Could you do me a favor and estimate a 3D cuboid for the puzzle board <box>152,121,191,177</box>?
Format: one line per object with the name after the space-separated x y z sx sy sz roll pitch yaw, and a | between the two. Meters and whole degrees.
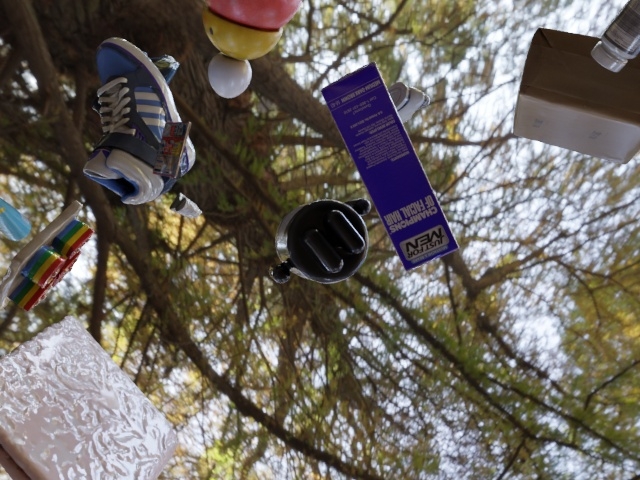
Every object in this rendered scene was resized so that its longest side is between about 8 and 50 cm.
-0.262 -0.159 1.052 0.011 0.128 0.096 15 -90 -32 | puzzle board

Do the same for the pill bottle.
0.569 -0.385 1.111 0.078 0.137 0.078 16 -136 -16 | pill bottle

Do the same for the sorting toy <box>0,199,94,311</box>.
-0.705 0.063 1.560 0.089 0.257 0.255 37 -142 -11 | sorting toy

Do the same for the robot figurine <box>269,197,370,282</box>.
-0.003 -0.001 1.274 0.209 0.278 0.173 -1 -90 -13 | robot figurine

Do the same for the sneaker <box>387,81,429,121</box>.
0.181 -0.329 1.595 0.095 0.235 0.090 5 -106 -33 | sneaker

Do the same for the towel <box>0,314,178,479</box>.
-0.383 0.291 0.961 0.053 0.332 0.317 -39 -86 10 | towel

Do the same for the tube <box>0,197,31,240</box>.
-0.584 -0.057 1.094 0.080 0.207 0.052 22 -110 1 | tube

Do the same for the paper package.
0.614 -0.325 1.394 0.310 0.325 0.168 20 -90 18 | paper package

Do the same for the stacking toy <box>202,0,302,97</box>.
-0.189 -0.588 1.549 0.351 0.479 0.350 15 -151 -8 | stacking toy

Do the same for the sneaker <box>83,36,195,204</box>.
-0.402 -0.229 1.214 0.130 0.322 0.236 -14 -157 34 | sneaker

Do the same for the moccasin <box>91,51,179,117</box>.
-0.437 -0.383 1.457 0.117 0.137 0.342 32 -150 -15 | moccasin

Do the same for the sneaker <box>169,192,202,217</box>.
-0.359 -0.086 1.607 0.053 0.061 0.152 -57 -153 -2 | sneaker

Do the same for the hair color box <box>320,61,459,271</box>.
0.122 -0.132 1.074 0.110 0.185 0.338 -26 -82 10 | hair color box
